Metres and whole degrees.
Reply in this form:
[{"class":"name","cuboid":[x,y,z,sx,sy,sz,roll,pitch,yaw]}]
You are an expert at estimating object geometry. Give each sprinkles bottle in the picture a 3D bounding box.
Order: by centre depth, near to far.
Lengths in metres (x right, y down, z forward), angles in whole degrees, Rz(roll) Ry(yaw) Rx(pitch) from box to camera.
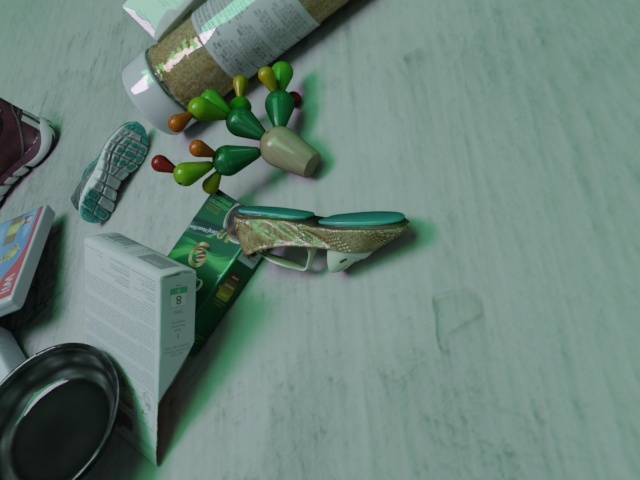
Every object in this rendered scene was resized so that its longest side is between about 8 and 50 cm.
[{"class":"sprinkles bottle","cuboid":[-0.103,-0.289,1.020,0.355,0.121,0.121,-33,49,17]}]

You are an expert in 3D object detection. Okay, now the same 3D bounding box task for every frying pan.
[{"class":"frying pan","cuboid":[-0.265,0.233,0.812,0.326,0.053,0.197,29,70,38]}]

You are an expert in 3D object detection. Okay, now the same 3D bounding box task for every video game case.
[{"class":"video game case","cuboid":[-0.541,0.065,1.124,0.285,0.025,0.204,-20,40,15]}]

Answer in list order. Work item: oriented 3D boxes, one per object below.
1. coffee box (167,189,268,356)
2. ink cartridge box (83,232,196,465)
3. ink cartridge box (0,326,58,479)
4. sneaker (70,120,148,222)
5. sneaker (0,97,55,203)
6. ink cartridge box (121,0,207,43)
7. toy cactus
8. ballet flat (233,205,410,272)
[{"class":"coffee box","cuboid":[-0.140,0.036,0.907,0.113,0.040,0.184,32,86,44]},{"class":"ink cartridge box","cuboid":[-0.216,0.119,0.877,0.181,0.056,0.225,19,113,44]},{"class":"ink cartridge box","cuboid":[-0.475,0.320,0.974,0.324,0.071,0.330,-51,49,0]},{"class":"sneaker","cuboid":[-0.323,-0.109,1.123,0.076,0.065,0.166,20,76,47]},{"class":"sneaker","cuboid":[-0.605,-0.137,1.281,0.281,0.162,0.106,-47,46,4]},{"class":"ink cartridge box","cuboid":[-0.169,-0.387,1.110,0.078,0.134,0.231,45,96,5]},{"class":"toy cactus","cuboid":[-0.083,-0.125,0.925,0.180,0.112,0.219,33,57,21]},{"class":"ballet flat","cuboid":[0.000,0.000,0.809,0.206,0.073,0.067,4,103,30]}]
